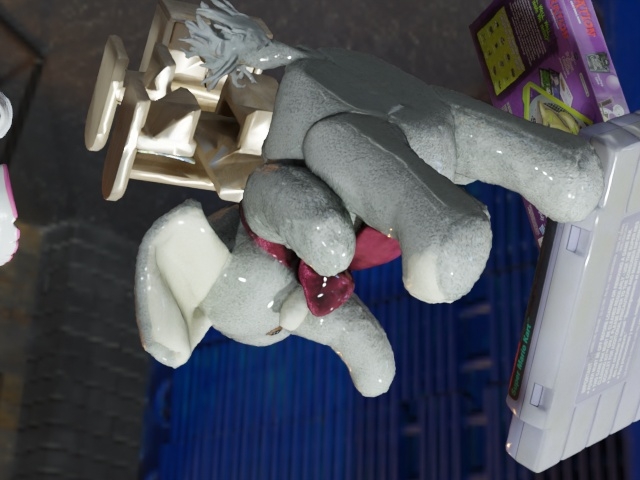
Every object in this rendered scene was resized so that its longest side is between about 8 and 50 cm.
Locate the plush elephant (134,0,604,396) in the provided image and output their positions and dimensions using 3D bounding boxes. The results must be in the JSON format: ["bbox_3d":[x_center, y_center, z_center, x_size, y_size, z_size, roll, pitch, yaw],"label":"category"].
[{"bbox_3d":[0.000,0.000,0.973,0.330,0.272,0.255,30,120,15],"label":"plush elephant"}]

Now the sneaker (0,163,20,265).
[{"bbox_3d":[-0.355,0.019,1.139,0.111,0.103,0.252,1,143,-31],"label":"sneaker"}]

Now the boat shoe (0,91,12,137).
[{"bbox_3d":[-0.379,-0.147,1.117,0.226,0.083,0.076,15,177,-17],"label":"boat shoe"}]

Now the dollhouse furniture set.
[{"bbox_3d":[-0.136,-0.121,1.696,0.362,0.394,0.256,7,118,-25],"label":"dollhouse furniture set"}]

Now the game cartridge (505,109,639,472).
[{"bbox_3d":[0.288,0.037,1.202,0.230,0.068,0.355,-15,127,-32],"label":"game cartridge"}]

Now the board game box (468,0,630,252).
[{"bbox_3d":[0.293,-0.158,1.569,0.056,0.347,0.208,-10,166,-20],"label":"board game box"}]
